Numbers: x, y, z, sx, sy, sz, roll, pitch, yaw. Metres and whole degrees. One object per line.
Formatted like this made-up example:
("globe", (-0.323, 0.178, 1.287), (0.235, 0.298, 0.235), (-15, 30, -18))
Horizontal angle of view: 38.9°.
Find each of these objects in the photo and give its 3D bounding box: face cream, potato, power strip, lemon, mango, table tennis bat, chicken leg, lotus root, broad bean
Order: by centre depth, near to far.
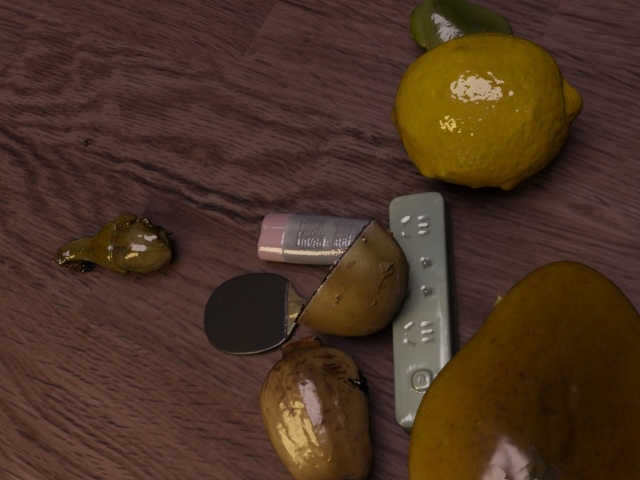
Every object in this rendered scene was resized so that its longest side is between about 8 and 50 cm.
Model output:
("mango", (0.278, 0.223, 1.151), (0.301, 0.221, 0.445), (12, 59, 14))
("lotus root", (0.000, 0.243, 1.274), (0.154, 0.140, 0.257), (-27, 66, 11))
("potato", (0.058, 0.076, 1.302), (0.117, 0.182, 0.202), (36, 115, 2))
("power strip", (0.152, 0.110, 1.331), (0.091, 0.062, 0.386), (-8, 63, 17))
("lemon", (0.244, -0.194, 1.353), (0.288, 0.233, 0.234), (0, 66, 15))
("table tennis bat", (-0.070, 0.110, 1.427), (0.246, 0.022, 0.138), (-7, 64, 16))
("face cream", (0.000, 0.000, 1.437), (0.198, 0.057, 0.084), (4, 67, 21))
("broad bean", (0.230, -0.351, 1.513), (0.174, 0.082, 0.124), (37, 79, 30))
("chicken leg", (-0.350, 0.008, 1.535), (0.227, 0.088, 0.103), (-2, 75, 24))

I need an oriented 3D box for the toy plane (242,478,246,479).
("toy plane", (-0.093, 0.379, 1.301), (0.078, 0.031, 0.083), (-24, 62, -12))
